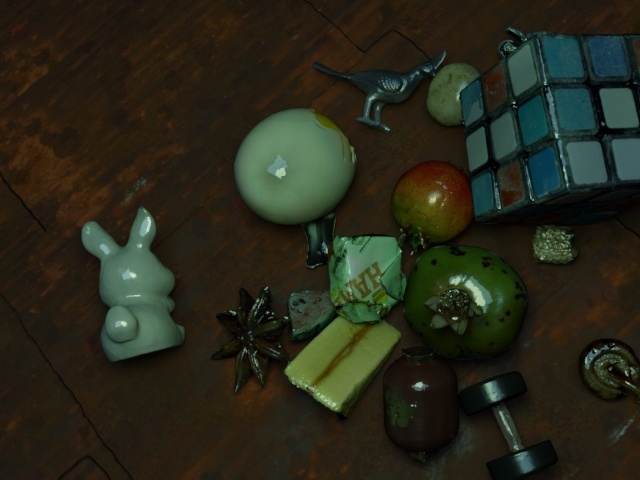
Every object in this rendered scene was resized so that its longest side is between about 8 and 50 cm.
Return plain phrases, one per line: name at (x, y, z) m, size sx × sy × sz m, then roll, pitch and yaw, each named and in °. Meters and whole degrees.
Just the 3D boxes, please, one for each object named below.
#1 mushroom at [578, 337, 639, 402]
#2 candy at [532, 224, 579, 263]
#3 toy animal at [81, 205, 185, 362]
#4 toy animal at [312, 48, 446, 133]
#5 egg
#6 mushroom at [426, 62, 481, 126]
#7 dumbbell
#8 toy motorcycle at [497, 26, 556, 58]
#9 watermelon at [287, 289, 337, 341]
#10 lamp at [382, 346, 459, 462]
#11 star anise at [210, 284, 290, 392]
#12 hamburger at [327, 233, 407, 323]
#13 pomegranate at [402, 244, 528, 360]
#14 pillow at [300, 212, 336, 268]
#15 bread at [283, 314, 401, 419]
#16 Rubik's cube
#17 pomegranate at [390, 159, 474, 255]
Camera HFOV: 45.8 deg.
mushroom at (0.669, 0.302, 1.720) m, size 0.135 × 0.080 × 0.170 m, roll -45°, pitch 72°, yaw 6°
candy at (0.567, 0.009, 1.826) m, size 0.110 × 0.085 × 0.095 m, roll -3°, pitch 82°, yaw 18°
toy animal at (-0.466, 0.113, 1.855) m, size 0.196 × 0.241 × 0.367 m, roll -13°, pitch 72°, yaw 2°
toy animal at (0.150, -0.390, 2.007) m, size 0.367 × 0.081 × 0.205 m, roll 0°, pitch 83°, yaw 22°
egg at (-0.069, -0.176, 1.848) m, size 0.283 × 0.345 × 0.283 m, roll 8°, pitch 108°, yaw 24°
mushroom at (0.352, -0.373, 1.949) m, size 0.127 × 0.166 × 0.166 m, roll 13°, pitch 70°, yaw -31°
dumbbell at (0.414, 0.416, 1.682) m, size 0.153 × 0.152 × 0.218 m, roll -21°, pitch 71°, yaw 1°
toy motorcycle at (0.570, -0.504, 1.997) m, size 0.193 × 0.061 × 0.124 m, roll 28°, pitch 84°, yaw 9°
watermelon at (-0.023, 0.175, 1.870) m, size 0.187 × 0.071 × 0.139 m, roll -40°, pitch 50°, yaw -23°
lamp at (0.222, 0.367, 1.704) m, size 0.180 × 0.180 × 0.258 m, roll -1°, pitch 100°, yaw 8°
star anise at (-0.153, 0.239, 1.843) m, size 0.272 × 0.102 × 0.271 m, roll -7°, pitch 79°, yaw 37°
hamburger at (0.121, 0.094, 1.833) m, size 0.235 × 0.125 × 0.214 m, roll 2°, pitch 79°, yaw -37°
pomegranate at (0.314, 0.123, 1.702) m, size 0.291 × 0.323 × 0.290 m, roll -10°, pitch 63°, yaw 20°
pillow at (0.001, 0.001, 1.924) m, size 0.091 × 0.055 × 0.135 m, roll -23°, pitch 64°, yaw 34°
bread at (0.055, 0.266, 1.775) m, size 0.168 × 0.163 × 0.264 m, roll 32°, pitch 79°, yaw 17°
Rubik's cube at (0.552, -0.234, 1.690) m, size 0.362 × 0.359 × 0.363 m, roll -1°, pitch 77°, yaw -21°
pomegranate at (0.269, -0.080, 1.830) m, size 0.210 × 0.210 × 0.235 m, roll 23°, pitch 73°, yaw 14°
